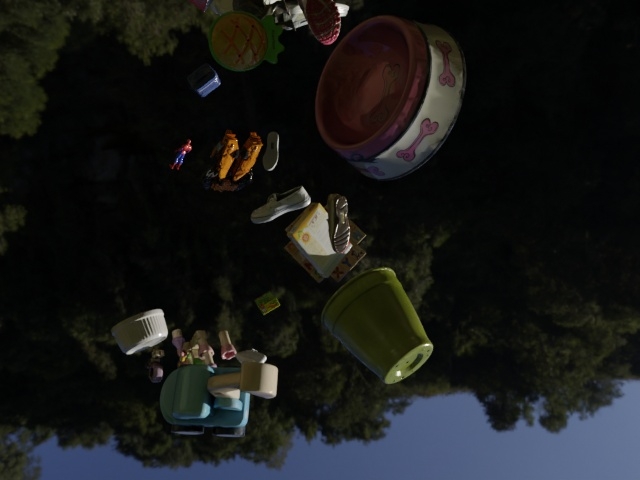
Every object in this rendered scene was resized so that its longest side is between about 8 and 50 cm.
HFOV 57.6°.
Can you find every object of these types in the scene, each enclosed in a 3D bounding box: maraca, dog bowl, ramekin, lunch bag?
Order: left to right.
[{"bbox_3d":[-0.694,0.358,2.261,0.207,0.109,0.207,-25,169,-5],"label":"ramekin"},{"bbox_3d":[-0.380,-0.517,1.880,0.098,0.067,0.065,-39,165,-2],"label":"lunch bag"},{"bbox_3d":[-0.163,-0.445,1.299,0.185,0.127,0.099,-15,-156,-30],"label":"maraca"},{"bbox_3d":[0.148,-0.364,1.440,0.150,0.409,0.407,14,-177,-39],"label":"dog bowl"}]

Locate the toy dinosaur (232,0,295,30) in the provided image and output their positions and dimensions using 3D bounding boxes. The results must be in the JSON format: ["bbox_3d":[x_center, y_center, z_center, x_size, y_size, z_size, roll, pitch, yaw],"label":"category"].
[{"bbox_3d":[-0.168,-0.615,1.580,0.160,0.121,0.313,-21,161,7],"label":"toy dinosaur"}]

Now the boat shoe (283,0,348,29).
[{"bbox_3d":[-0.020,-0.923,2.378,0.320,0.103,0.118,-21,-143,-38],"label":"boat shoe"}]

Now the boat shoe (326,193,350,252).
[{"bbox_3d":[0.050,-0.056,1.850,0.068,0.190,0.072,-9,-161,-34],"label":"boat shoe"}]

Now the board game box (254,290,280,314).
[{"bbox_3d":[-0.261,0.302,2.834,0.092,0.043,0.181,-30,-168,-10],"label":"board game box"}]

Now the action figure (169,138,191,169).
[{"bbox_3d":[-0.438,-0.274,1.836,0.038,0.115,0.030,5,-132,-45],"label":"action figure"}]

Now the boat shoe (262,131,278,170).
[{"bbox_3d":[-0.161,-0.292,1.938,0.049,0.142,0.040,6,160,2],"label":"boat shoe"}]

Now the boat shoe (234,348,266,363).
[{"bbox_3d":[-0.248,0.416,2.073,0.063,0.066,0.184,-44,-167,-25],"label":"boat shoe"}]

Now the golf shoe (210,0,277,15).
[{"bbox_3d":[-0.247,-0.870,2.147,0.306,0.115,0.140,-23,-126,-25],"label":"golf shoe"}]

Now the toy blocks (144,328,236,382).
[{"bbox_3d":[-0.542,0.563,2.489,0.308,0.289,0.260,10,-141,-35],"label":"toy blocks"}]

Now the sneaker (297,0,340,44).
[{"bbox_3d":[-0.016,-0.840,2.072,0.120,0.300,0.112,-22,180,-4],"label":"sneaker"}]

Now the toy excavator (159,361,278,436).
[{"bbox_3d":[-0.313,0.464,1.770,0.432,0.223,0.445,-1,157,9],"label":"toy excavator"}]

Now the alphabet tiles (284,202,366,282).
[{"bbox_3d":[0.017,0.004,2.482,0.285,0.011,0.342,-45,-113,-2],"label":"alphabet tiles"}]

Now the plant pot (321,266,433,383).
[{"bbox_3d":[0.248,0.356,2.301,0.366,0.367,0.353,-18,-128,-29],"label":"plant pot"}]

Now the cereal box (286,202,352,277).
[{"bbox_3d":[0.000,0.000,2.210,0.047,0.240,0.173,7,-128,52],"label":"cereal box"}]

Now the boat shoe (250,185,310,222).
[{"bbox_3d":[-0.149,-0.133,2.037,0.226,0.076,0.083,-21,-150,9],"label":"boat shoe"}]

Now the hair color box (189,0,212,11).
[{"bbox_3d":[-0.281,-0.681,1.499,0.093,0.053,0.167,-62,-167,-24],"label":"hair color box"}]

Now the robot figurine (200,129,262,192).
[{"bbox_3d":[-0.345,-0.297,2.259,0.210,0.291,0.085,1,-125,-33],"label":"robot figurine"}]
